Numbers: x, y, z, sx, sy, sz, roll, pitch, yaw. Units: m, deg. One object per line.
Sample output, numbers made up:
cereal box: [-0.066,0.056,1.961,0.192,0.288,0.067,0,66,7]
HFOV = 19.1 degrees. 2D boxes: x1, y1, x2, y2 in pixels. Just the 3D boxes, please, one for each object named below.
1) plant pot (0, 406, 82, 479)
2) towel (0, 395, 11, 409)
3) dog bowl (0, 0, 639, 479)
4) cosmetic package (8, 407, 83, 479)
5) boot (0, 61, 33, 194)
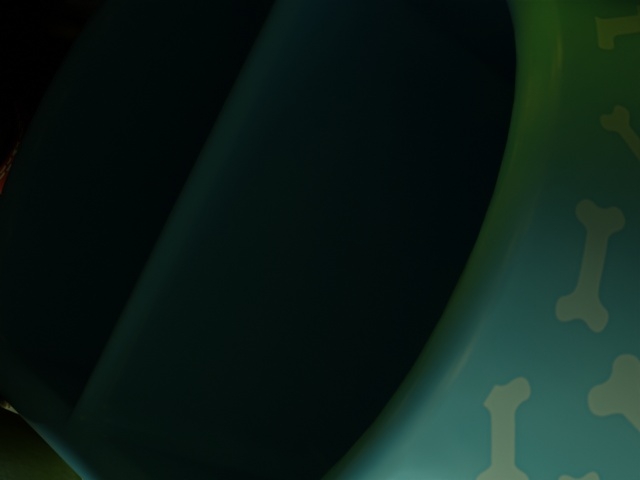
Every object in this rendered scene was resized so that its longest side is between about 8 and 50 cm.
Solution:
plant pot: [-0.255,0.099,0.444,0.353,0.366,0.366,23,161,-21]
towel: [-0.310,0.073,0.808,0.324,0.056,0.312,1,-165,19]
dog bowl: [0.000,0.000,0.436,0.074,0.166,0.297,27,179,-26]
cosmetic package: [-0.106,0.129,0.974,0.224,0.224,0.138,-1,166,25]
boot: [-0.141,-0.032,0.653,0.176,0.088,0.244,48,164,-31]
